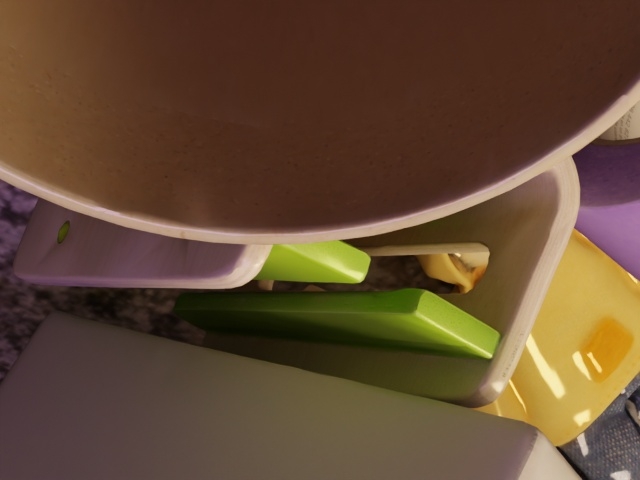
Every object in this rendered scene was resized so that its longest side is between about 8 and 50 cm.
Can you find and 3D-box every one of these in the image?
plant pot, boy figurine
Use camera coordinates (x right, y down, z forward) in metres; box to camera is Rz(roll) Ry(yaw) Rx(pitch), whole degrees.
[{"bbox_3d":[-0.017,-0.184,0.454,0.256,0.274,0.256,0,133,0],"label":"plant pot"},{"bbox_3d":[0.140,0.045,0.788,0.177,0.092,0.285,-39,108,-7],"label":"boy figurine"}]

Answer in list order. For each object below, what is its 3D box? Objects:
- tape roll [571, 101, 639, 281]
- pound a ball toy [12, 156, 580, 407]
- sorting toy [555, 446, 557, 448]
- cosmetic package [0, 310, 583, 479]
[{"bbox_3d":[0.173,-0.073,0.626,0.080,0.189,0.189,35,126,-29],"label":"tape roll"},{"bbox_3d":[0.000,0.000,0.693,0.208,0.136,0.319,28,166,-24],"label":"pound a ball toy"},{"bbox_3d":[0.077,0.171,0.947,0.257,0.089,0.255,1,135,0],"label":"sorting toy"},{"bbox_3d":[-0.008,0.290,0.693,0.327,0.329,0.393,9,149,45],"label":"cosmetic package"}]
